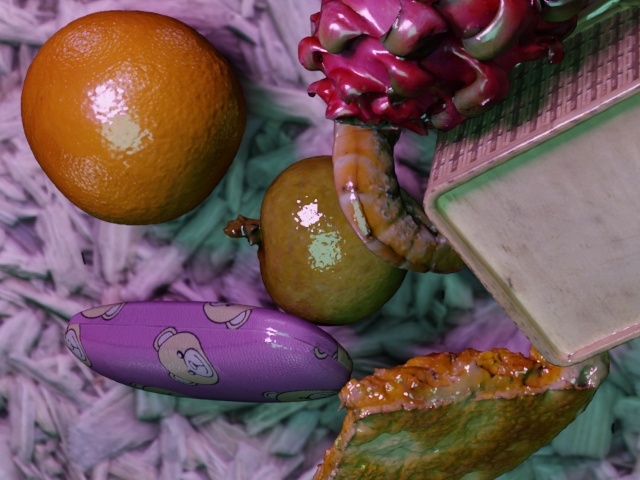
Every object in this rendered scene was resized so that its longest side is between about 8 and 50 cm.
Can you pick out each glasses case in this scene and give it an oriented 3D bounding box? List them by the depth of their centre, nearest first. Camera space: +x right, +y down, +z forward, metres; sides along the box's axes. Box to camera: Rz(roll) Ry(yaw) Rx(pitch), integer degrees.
[{"bbox_3d":[-0.109,0.104,1.569,0.316,0.075,0.123,-1,153,40],"label":"glasses case"}]

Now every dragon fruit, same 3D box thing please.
[{"bbox_3d":[0.113,-0.186,1.324,0.273,0.218,0.198,-6,93,30],"label":"dragon fruit"}]

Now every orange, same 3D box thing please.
[{"bbox_3d":[-0.169,-0.112,1.508,0.206,0.206,0.206,5,111,13],"label":"orange"}]

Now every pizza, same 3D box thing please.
[{"bbox_3d":[0.102,0.163,1.547,0.335,0.086,0.226,-31,138,24],"label":"pizza"}]

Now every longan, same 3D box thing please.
[{"bbox_3d":[0.000,0.000,1.522,0.176,0.145,0.154,3,86,2],"label":"longan"}]

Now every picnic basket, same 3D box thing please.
[{"bbox_3d":[0.271,-0.071,1.385,0.313,0.175,0.228,-27,118,27],"label":"picnic basket"}]

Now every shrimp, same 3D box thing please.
[{"bbox_3d":[0.084,-0.089,1.500,0.051,0.198,0.262,-24,59,38],"label":"shrimp"}]
